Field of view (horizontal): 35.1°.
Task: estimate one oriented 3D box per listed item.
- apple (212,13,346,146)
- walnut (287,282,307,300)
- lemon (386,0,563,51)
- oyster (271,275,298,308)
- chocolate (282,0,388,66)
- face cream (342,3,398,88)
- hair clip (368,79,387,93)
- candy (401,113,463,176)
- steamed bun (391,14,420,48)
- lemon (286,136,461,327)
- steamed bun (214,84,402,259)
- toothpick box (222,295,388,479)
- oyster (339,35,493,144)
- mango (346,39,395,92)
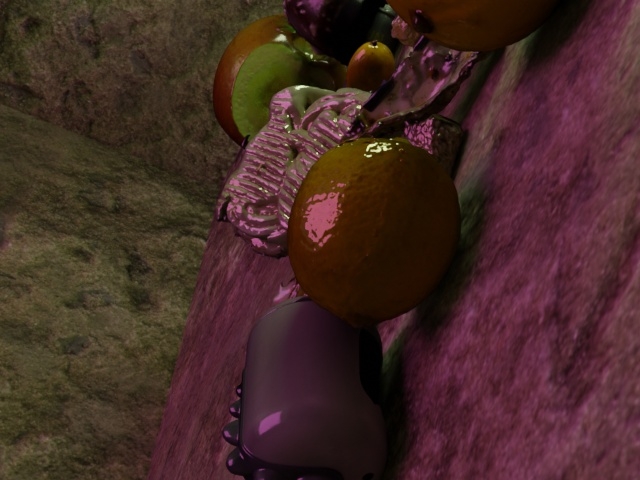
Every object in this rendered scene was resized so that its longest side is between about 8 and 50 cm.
[{"bbox_3d":[-0.093,-0.394,2.643,0.384,0.374,0.374,59,133,37],"label":"apple"},{"bbox_3d":[0.014,0.121,1.699,0.166,0.149,0.166,7,-90,-78],"label":"walnut"},{"bbox_3d":[0.217,-0.408,1.381,0.297,0.297,0.297,-159,90,-78],"label":"lemon"},{"bbox_3d":[-0.049,0.173,2.069,0.133,0.072,0.209,-53,39,34],"label":"oyster"},{"bbox_3d":[0.028,-0.538,2.315,0.225,0.210,0.340,-63,-9,14],"label":"chocolate"},{"bbox_3d":[0.118,-0.410,2.284,0.073,0.073,0.283,-108,41,-71],"label":"face cream"},{"bbox_3d":[0.081,-0.253,2.070,0.137,0.090,0.278,-55,18,-21],"label":"hair clip"},{"bbox_3d":[0.172,-0.140,1.591,0.095,0.085,0.110,-16,64,61],"label":"candy"},{"bbox_3d":[0.208,-0.461,1.910,0.177,0.106,0.192,-39,31,63],"label":"steamed bun"},{"bbox_3d":[0.074,-0.017,1.429,0.267,0.267,0.267,-159,90,-78],"label":"lemon"},{"bbox_3d":[0.013,-0.107,1.864,0.394,0.237,0.346,-26,55,25],"label":"steamed bun"},{"bbox_3d":[-0.021,0.245,1.431,0.316,0.229,0.229,-89,24,-57],"label":"toothpick box"},{"bbox_3d":[0.165,-0.259,1.637,0.345,0.078,0.128,-42,54,17],"label":"oyster"},{"bbox_3d":[0.104,-0.352,2.184,0.066,0.101,0.187,-83,9,-47],"label":"mango"}]
